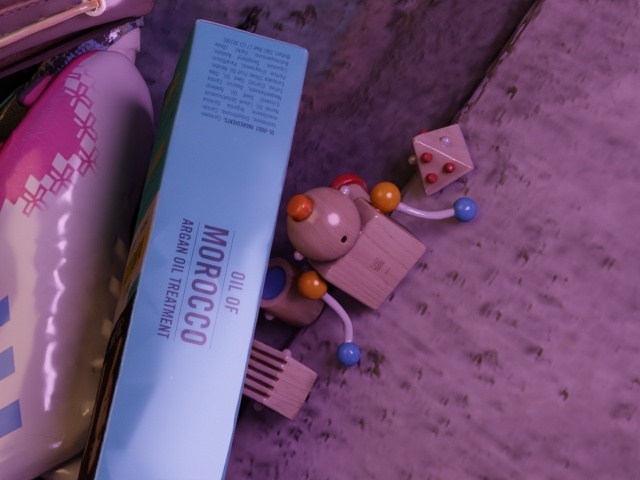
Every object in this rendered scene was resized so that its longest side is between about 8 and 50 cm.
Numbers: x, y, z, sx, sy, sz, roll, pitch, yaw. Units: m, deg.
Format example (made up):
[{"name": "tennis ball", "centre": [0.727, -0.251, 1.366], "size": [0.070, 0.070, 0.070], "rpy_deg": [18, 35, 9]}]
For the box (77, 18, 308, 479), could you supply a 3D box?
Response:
[{"name": "box", "centre": [-0.065, 0.025, 0.855], "size": [0.100, 0.060, 0.244], "rpy_deg": [129, 154, -67]}]

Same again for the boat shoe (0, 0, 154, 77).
[{"name": "boat shoe", "centre": [-0.238, -0.081, 0.913], "size": [0.324, 0.116, 0.096], "rpy_deg": [-31, 88, 10]}]

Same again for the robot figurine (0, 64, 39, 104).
[{"name": "robot figurine", "centre": [-0.285, -0.148, 1.052], "size": [0.173, 0.209, 0.278], "rpy_deg": [51, 126, 36]}]

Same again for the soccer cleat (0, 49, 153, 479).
[{"name": "soccer cleat", "centre": [-0.140, 0.061, 0.932], "size": [0.143, 0.116, 0.331], "rpy_deg": [20, 79, 20]}]

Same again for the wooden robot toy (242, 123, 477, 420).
[{"name": "wooden robot toy", "centre": [0.000, 0.000, 0.855], "size": [0.173, 0.079, 0.076], "rpy_deg": [-51, 47, 5]}]

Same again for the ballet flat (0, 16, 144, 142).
[{"name": "ballet flat", "centre": [-0.148, -0.083, 1.032], "size": [0.188, 0.070, 0.070], "rpy_deg": [-48, 47, 14]}]
